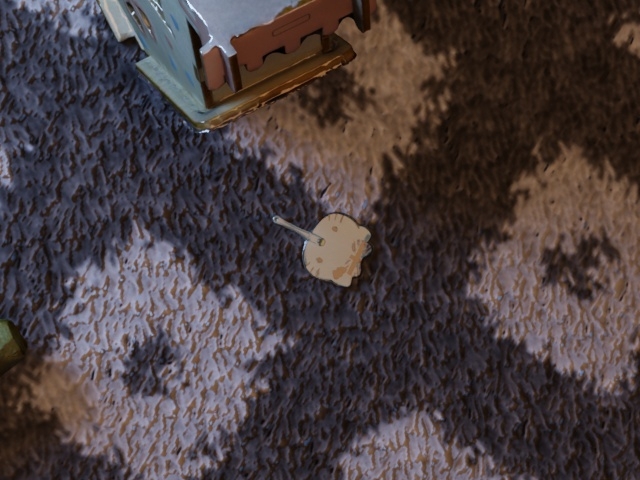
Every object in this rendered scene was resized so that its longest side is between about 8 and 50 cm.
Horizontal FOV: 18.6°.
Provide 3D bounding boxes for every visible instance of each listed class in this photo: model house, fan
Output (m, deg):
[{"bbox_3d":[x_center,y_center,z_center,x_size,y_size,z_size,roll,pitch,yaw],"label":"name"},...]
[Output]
[{"bbox_3d":[-0.076,-0.209,1.373,0.169,0.244,0.326,-30,65,-14],"label":"model house"},{"bbox_3d":[0.000,0.000,1.509,0.083,0.004,0.056,28,85,-12],"label":"fan"}]

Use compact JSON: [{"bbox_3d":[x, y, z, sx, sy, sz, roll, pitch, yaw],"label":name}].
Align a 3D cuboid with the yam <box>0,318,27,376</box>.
[{"bbox_3d":[-0.286,0.097,1.411,0.146,0.070,0.069,-39,100,-8],"label":"yam"}]
